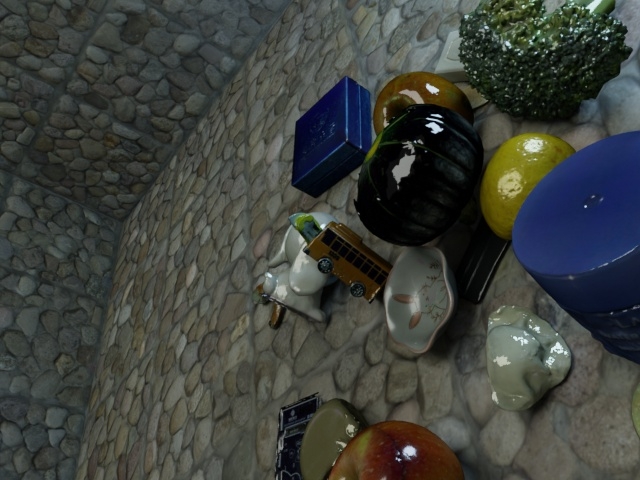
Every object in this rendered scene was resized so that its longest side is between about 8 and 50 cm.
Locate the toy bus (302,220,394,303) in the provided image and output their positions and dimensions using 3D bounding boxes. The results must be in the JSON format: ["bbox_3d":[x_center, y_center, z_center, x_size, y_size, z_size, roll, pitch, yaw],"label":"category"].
[{"bbox_3d":[0.067,0.044,1.377,0.114,0.201,0.098,-53,-3,10],"label":"toy bus"}]

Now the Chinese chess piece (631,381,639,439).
[{"bbox_3d":[0.479,0.226,0.762,0.144,0.058,0.144,-39,36,36],"label":"Chinese chess piece"}]

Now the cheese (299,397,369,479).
[{"bbox_3d":[0.029,0.443,1.249,0.203,0.091,0.175,-63,31,3],"label":"cheese"}]

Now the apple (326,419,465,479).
[{"bbox_3d":[0.121,0.446,1.000,0.251,0.206,0.272,-27,42,60],"label":"apple"}]

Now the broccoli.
[{"bbox_3d":[0.421,-0.402,1.148,0.302,0.249,0.375,-63,25,6],"label":"broccoli"}]

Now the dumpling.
[{"bbox_3d":[0.342,0.197,0.977,0.133,0.100,0.169,-3,33,18],"label":"dumpling"}]

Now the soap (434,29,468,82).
[{"bbox_3d":[0.373,-0.456,1.445,0.183,0.063,0.122,19,85,60],"label":"soap"}]

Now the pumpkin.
[{"bbox_3d":[0.218,-0.113,1.182,0.295,0.295,0.296,-36,40,37],"label":"pumpkin"}]

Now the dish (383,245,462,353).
[{"bbox_3d":[0.221,0.119,1.203,0.229,0.081,0.230,-31,55,56],"label":"dish"}]

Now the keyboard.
[{"bbox_3d":[0.362,-0.058,1.190,0.103,0.041,0.382,24,93,59],"label":"keyboard"}]

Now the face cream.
[{"bbox_3d":[0.429,0.013,0.806,0.249,0.225,0.249,-42,23,23],"label":"face cream"}]

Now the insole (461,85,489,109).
[{"bbox_3d":[0.339,-0.338,1.456,0.247,0.011,0.081,-17,54,51],"label":"insole"}]

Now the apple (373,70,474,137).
[{"bbox_3d":[0.245,-0.290,1.398,0.236,0.207,0.237,2,93,49],"label":"apple"}]

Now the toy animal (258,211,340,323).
[{"bbox_3d":[-0.049,0.067,1.574,0.249,0.174,0.290,-12,58,52],"label":"toy animal"}]

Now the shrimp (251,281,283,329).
[{"bbox_3d":[-0.155,0.197,1.772,0.161,0.049,0.166,-29,52,42],"label":"shrimp"}]

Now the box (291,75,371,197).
[{"bbox_3d":[0.031,-0.315,1.815,0.261,0.116,0.279,-33,44,40],"label":"box"}]

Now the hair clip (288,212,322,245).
[{"bbox_3d":[0.000,0.000,1.456,0.060,0.188,0.033,-43,1,-23],"label":"hair clip"}]

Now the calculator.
[{"bbox_3d":[-0.051,0.505,1.381,0.165,0.028,0.274,-35,40,38],"label":"calculator"}]

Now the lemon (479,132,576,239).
[{"bbox_3d":[0.377,-0.099,1.065,0.170,0.170,0.208,-3,64,56],"label":"lemon"}]
